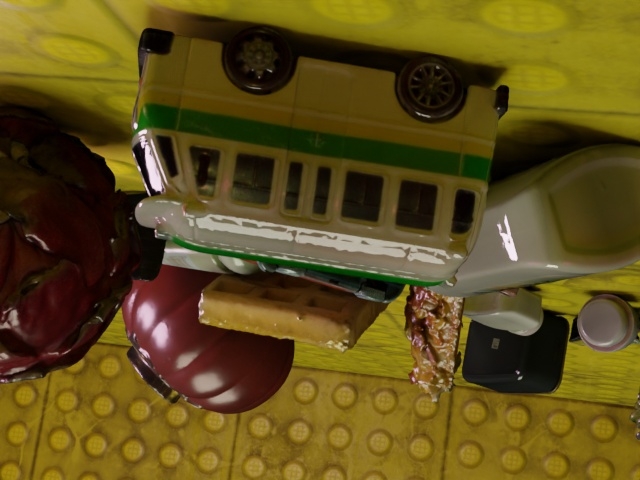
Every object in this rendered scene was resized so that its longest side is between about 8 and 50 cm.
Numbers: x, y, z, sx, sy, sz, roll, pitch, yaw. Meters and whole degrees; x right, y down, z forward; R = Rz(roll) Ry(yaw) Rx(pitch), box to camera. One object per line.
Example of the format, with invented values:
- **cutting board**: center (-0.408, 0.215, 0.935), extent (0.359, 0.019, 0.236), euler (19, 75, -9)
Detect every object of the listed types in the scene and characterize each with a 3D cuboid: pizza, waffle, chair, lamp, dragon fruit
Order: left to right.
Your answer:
- **dragon fruit**: center (-0.355, 0.011, 1.316), extent (0.329, 0.329, 0.329), euler (8, 169, 2)
- **chair**: center (-0.335, -0.013, 1.609), extent (0.221, 0.140, 0.145), euler (0, 167, 29)
- **lamp**: center (-0.173, 0.128, 1.852), extent (0.303, 0.257, 0.303), euler (48, 180, 0)
- **waffle**: center (-0.021, 0.068, 1.655), extent (0.221, 0.055, 0.248), euler (9, -157, 19)
- **pizza**: center (0.151, 0.098, 1.567), extent (0.081, 0.228, 0.289), euler (5, 169, 6)

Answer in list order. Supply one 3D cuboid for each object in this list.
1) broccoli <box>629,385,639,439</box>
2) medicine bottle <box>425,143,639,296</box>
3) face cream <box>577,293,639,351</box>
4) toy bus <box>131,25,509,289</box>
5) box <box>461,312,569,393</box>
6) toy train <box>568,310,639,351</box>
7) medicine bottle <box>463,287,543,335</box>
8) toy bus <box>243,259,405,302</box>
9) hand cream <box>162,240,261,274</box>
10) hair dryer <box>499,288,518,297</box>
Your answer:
- **broccoli**: center (0.620, 0.215, 1.733), extent (0.334, 0.272, 0.324), euler (-21, -179, -22)
- **medicine bottle**: center (0.204, -0.010, 1.234), extent (0.179, 0.124, 0.324), euler (-17, 180, -24)
- **face cream**: center (0.457, 0.132, 1.876), extent (0.091, 0.091, 0.095), euler (1, 174, 33)
- **toy bus**: center (-0.012, -0.065, 1.006), extent (0.306, 0.179, 0.143), euler (9, 169, -6)
- **box**: center (0.348, 0.200, 2.157), extent (0.090, 0.144, 0.201), euler (17, 167, -26)
- **toy train**: center (0.485, 0.151, 2.034), extent (0.081, 0.060, 0.202), euler (17, 168, -7)
- **medicine bottle**: center (0.293, 0.107, 1.919), extent (0.119, 0.069, 0.183), euler (-1, 164, 36)
- **toy bus**: center (0.000, 0.000, 1.504), extent (0.120, 0.121, 0.265), euler (8, 173, 45)
- **hand cream**: center (-0.190, 0.001, 1.679), extent (0.306, 0.093, 0.147), euler (-1, -171, 42)
- **hair dryer**: center (0.228, 0.033, 1.649), extent (0.114, 0.063, 0.037), euler (19, 174, 28)
